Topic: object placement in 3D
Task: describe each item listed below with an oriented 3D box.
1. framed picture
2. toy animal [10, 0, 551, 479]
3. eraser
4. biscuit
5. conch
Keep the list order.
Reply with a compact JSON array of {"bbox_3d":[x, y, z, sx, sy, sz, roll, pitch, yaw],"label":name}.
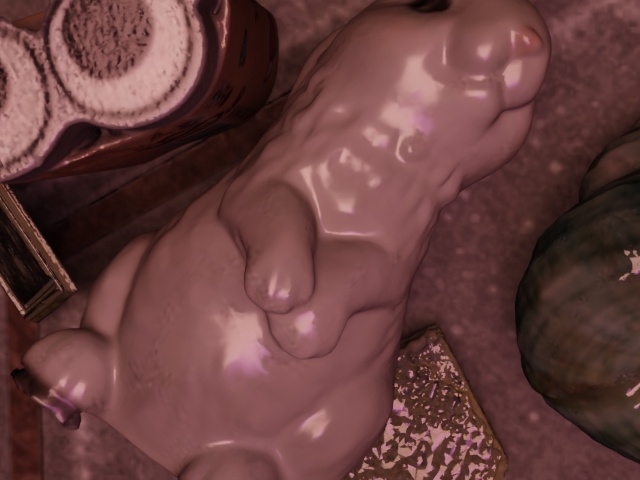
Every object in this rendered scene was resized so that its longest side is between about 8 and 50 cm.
[{"bbox_3d":[-0.207,-0.014,0.821,0.011,0.183,0.142,-35,93,-21],"label":"framed picture"},{"bbox_3d":[0.000,0.000,0.788,0.194,0.258,0.357,36,86,1],"label":"toy animal"},{"bbox_3d":[-0.111,-0.090,0.743,0.171,0.290,0.087,-22,93,6],"label":"eraser"},{"bbox_3d":[0.075,0.194,0.883,0.147,0.046,0.250,-26,94,7],"label":"biscuit"},{"bbox_3d":[0.227,0.043,0.798,0.220,0.195,0.277,-20,64,24],"label":"conch"}]
